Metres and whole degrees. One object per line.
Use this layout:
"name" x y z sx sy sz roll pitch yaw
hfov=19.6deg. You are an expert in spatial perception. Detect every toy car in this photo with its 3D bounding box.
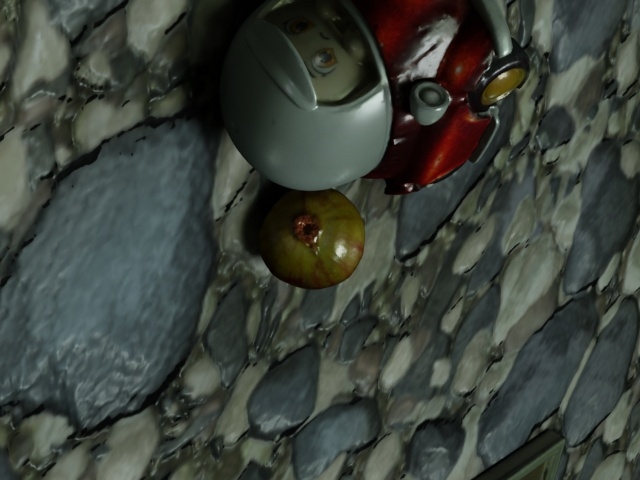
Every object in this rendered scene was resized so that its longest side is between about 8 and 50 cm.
"toy car" 0.011 -0.066 0.792 0.112 0.112 0.139 -27 154 -22

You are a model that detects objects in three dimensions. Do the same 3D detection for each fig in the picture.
"fig" 0.000 0.000 0.882 0.050 0.050 0.083 -63 169 1

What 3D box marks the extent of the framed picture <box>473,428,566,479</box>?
"framed picture" 0.087 0.268 1.249 0.189 0.023 0.260 -25 133 -47
